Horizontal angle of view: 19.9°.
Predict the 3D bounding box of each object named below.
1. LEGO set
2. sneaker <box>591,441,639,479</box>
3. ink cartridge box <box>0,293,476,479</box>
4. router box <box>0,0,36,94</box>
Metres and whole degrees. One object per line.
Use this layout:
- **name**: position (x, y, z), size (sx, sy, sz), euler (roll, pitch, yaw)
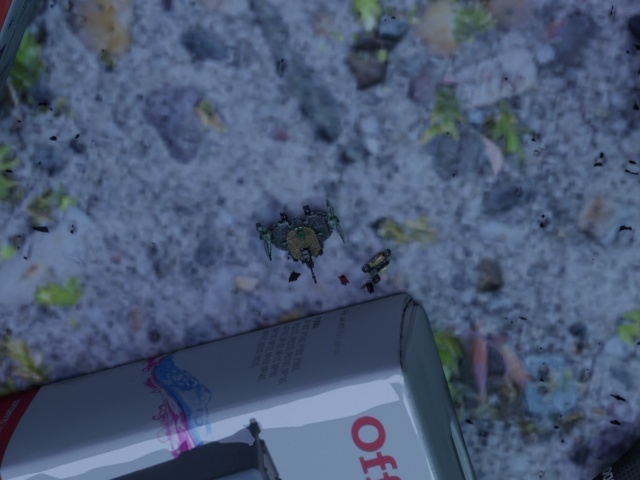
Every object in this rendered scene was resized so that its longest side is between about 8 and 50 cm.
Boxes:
- **LEGO set**: position (0.000, 0.002, 1.063), size (0.083, 0.023, 0.054), euler (37, 110, -21)
- **sneaker**: position (0.212, 0.143, 1.056), size (0.106, 0.078, 0.234), euler (18, 111, -3)
- **ink cartridge box**: position (-0.062, 0.184, 1.067), size (0.306, 0.131, 0.226), euler (-15, 106, 11)
- **router box**: position (-0.336, -0.094, 1.002), size (0.301, 0.082, 0.335), euler (24, 118, -3)
